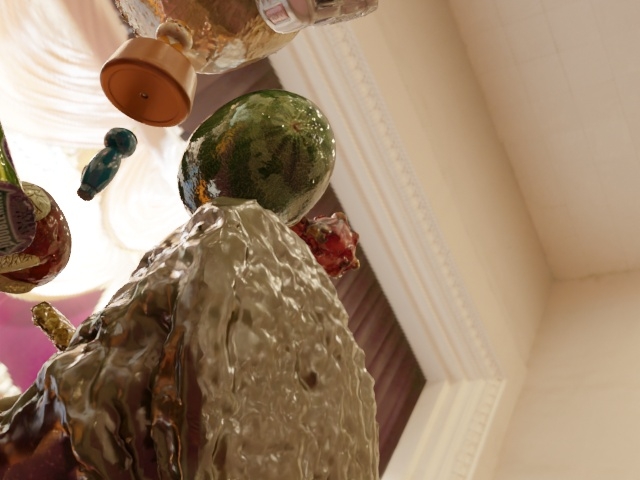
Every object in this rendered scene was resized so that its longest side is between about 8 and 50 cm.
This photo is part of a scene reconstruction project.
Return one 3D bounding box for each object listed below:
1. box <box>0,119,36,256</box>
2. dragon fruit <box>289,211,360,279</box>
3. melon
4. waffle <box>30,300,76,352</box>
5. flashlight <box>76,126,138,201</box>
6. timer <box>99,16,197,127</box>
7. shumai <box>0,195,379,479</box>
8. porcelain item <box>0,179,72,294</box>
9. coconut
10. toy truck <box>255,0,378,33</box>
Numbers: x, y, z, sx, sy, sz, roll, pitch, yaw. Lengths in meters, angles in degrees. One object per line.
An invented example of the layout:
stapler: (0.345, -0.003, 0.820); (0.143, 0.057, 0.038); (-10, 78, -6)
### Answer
box: (-0.460, -0.145, 1.018); (0.345, 0.097, 0.134); (59, -24, 34)
dragon fruit: (0.000, 0.000, 1.684); (0.150, 0.133, 0.208); (-41, -47, 12)
melon: (-0.093, -0.092, 1.026); (0.182, 0.182, 0.288); (50, -36, -13)
waffle: (-0.492, 0.230, 1.579); (0.291, 0.051, 0.291); (44, -15, 15)
flashlight: (-0.307, -0.111, 1.113); (0.051, 0.129, 0.051); (15, -34, 10)
timer: (-0.223, -0.258, 1.097); (0.132, 0.152, 0.132); (12, -32, 8)
shumai: (-0.133, 0.144, 0.558); (0.288, 0.292, 0.330); (-7, -92, 27)
porcelain item: (-0.659, -0.004, 1.619); (0.253, 0.253, 0.253); (16, -49, 19)
coconut: (-0.192, -0.537, 1.533); (0.405, 0.404, 0.404); (16, -49, 19)
toy truck: (-0.054, -0.532, 1.251); (0.173, 0.207, 0.387); (12, -56, 64)
